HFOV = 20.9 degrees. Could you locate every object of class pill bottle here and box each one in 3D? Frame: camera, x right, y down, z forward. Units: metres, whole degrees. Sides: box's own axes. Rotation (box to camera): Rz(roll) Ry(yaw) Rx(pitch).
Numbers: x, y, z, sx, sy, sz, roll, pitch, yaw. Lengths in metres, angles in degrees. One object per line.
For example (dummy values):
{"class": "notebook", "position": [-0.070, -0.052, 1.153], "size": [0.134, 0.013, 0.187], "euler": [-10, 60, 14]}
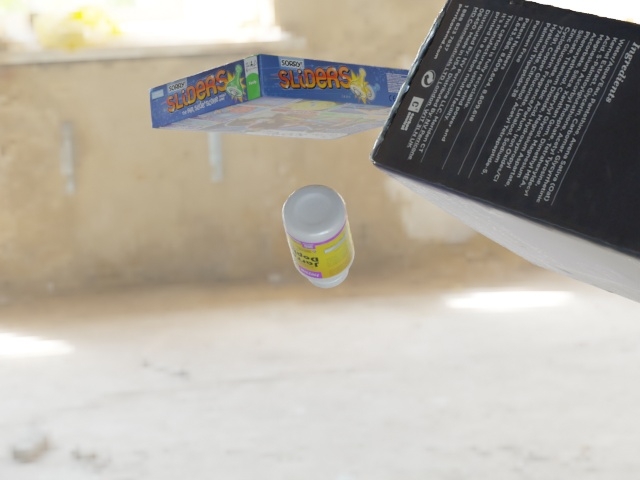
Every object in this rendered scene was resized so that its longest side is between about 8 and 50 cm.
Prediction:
{"class": "pill bottle", "position": [0.000, 0.000, 1.187], "size": [0.043, 0.043, 0.083], "euler": [-1, -30, 8]}

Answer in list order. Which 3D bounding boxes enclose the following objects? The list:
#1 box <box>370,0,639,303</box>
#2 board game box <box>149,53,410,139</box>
{"class": "box", "position": [0.156, -0.035, 0.869], "size": [0.153, 0.108, 0.207], "euler": [29, -4, -40]}
{"class": "board game box", "position": [-0.018, -0.113, 1.407], "size": [0.201, 0.035, 0.136], "euler": [0, -8, -45]}
